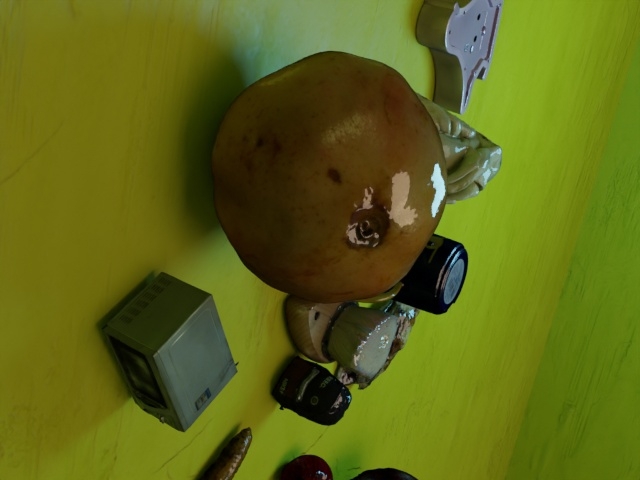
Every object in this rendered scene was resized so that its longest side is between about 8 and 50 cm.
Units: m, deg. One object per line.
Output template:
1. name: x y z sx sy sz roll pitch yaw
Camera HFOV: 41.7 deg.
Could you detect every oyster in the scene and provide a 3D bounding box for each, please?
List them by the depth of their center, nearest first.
1. oyster: 0.156 0.258 2.110 0.275 0.100 0.271 -27 147 -55

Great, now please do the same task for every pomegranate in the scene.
1. pomegranate: 0.011 -0.109 1.369 0.411 0.411 0.412 -38 139 -42

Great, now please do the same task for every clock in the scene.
1. clock: 0.308 -0.432 1.915 0.275 0.080 0.291 -28 131 -49

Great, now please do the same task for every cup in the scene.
1. cup: 0.157 0.079 1.810 0.255 0.256 0.178 -56 150 -26

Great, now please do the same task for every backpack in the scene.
1. backpack: -0.017 0.322 1.799 0.120 0.165 0.106 -60 140 -21

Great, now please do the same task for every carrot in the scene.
1. carrot: -0.227 0.505 1.673 0.314 0.066 0.066 -57 149 -23

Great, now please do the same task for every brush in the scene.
1. brush: 0.038 0.190 1.800 0.266 0.166 0.174 34 80 -58

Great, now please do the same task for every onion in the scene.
1. onion: -0.036 0.568 1.978 0.131 0.131 0.131 -38 139 -42

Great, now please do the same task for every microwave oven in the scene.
1. microwave oven: -0.243 0.178 1.359 0.163 0.129 0.205 -49 146 -34

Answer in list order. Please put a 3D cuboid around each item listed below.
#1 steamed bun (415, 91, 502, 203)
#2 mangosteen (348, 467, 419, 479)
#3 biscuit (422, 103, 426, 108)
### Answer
1. steamed bun: 0.225 -0.177 1.774 0.203 0.276 0.289 -60 163 8
2. mangosteen: 0.141 0.789 2.212 0.381 0.420 0.381 177 -90 -87
3. biscuit: 0.084 -0.168 1.588 0.301 0.197 0.049 -40 -173 -12
